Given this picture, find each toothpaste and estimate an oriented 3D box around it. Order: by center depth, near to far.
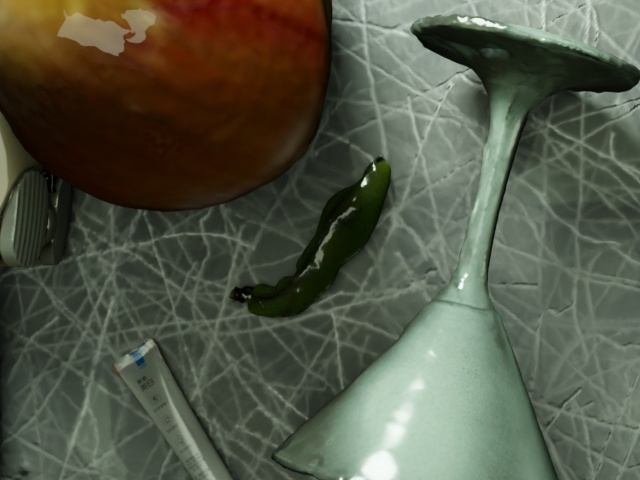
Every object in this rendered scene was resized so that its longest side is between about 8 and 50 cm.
[{"bbox_3d":[-0.127,0.183,1.597,0.048,0.031,0.190,-35,81,8],"label":"toothpaste"}]

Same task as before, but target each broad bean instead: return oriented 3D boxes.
[{"bbox_3d":[0.003,0.008,1.574,0.195,0.046,0.061,-42,87,6],"label":"broad bean"}]

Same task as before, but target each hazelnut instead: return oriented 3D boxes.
[{"bbox_3d":[-0.148,-0.190,1.450,0.372,0.372,0.315,41,121,7],"label":"hazelnut"}]

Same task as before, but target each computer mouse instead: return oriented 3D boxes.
[{"bbox_3d":[-0.285,-0.090,1.564,0.082,0.145,0.236,-12,85,14],"label":"computer mouse"}]

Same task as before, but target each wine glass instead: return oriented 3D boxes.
[{"bbox_3d":[0.131,0.027,1.467,0.267,0.267,0.406,13,85,8],"label":"wine glass"}]
